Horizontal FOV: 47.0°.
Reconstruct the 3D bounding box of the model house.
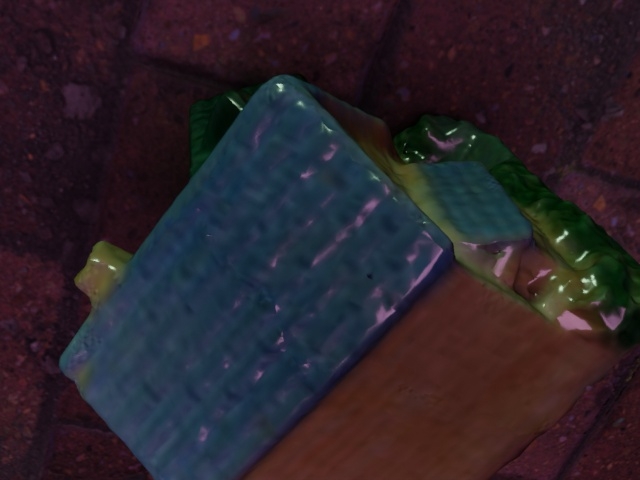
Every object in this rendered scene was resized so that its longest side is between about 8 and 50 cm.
[{"bbox_3d":[0.000,0.000,0.647,0.343,0.382,0.334,31,111,-24],"label":"model house"}]
